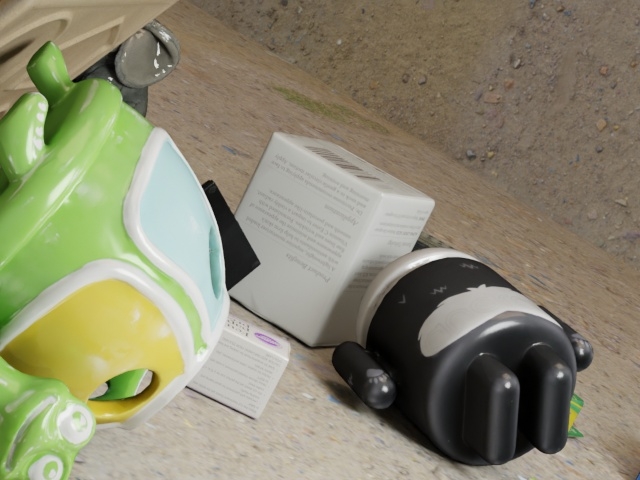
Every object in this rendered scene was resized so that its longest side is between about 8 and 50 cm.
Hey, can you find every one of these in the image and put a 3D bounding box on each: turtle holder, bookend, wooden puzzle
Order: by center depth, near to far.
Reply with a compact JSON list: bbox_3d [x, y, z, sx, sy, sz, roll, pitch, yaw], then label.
[{"bbox_3d":[-0.179,0.023,1.313,0.227,0.243,0.320,44,-3,-16],"label":"turtle holder"},{"bbox_3d":[-0.281,-0.134,1.462,0.080,0.348,0.322,52,17,3],"label":"wooden puzzle"},{"bbox_3d":[-0.153,-0.037,1.894,0.157,0.072,0.156,44,-11,35],"label":"bookend"}]

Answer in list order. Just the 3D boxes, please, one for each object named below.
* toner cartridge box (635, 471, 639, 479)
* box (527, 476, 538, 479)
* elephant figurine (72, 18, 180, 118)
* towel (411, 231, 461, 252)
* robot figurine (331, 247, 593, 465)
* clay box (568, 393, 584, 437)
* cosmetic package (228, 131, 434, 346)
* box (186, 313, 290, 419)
[{"bbox_3d":[0.527,0.318,2.085,0.348,0.075,0.165,29,11,13],"label":"toner cartridge box"},{"bbox_3d":[0.308,0.324,1.564,0.232,0.058,0.322,24,12,-18],"label":"box"},{"bbox_3d":[-0.268,-0.250,2.416,0.169,0.239,0.186,28,10,5],"label":"elephant figurine"},{"bbox_3d":[0.080,0.010,2.590,0.324,0.056,0.312,30,13,5],"label":"towel"},{"bbox_3d":[0.145,0.118,1.851,0.209,0.173,0.278,33,5,-33],"label":"robot figurine"},{"bbox_3d":[0.202,0.157,2.121,0.222,0.053,0.127,19,14,-35],"label":"clay box"},{"bbox_3d":[0.000,0.000,2.014,0.151,0.183,0.151,31,12,23],"label":"cosmetic package"},{"bbox_3d":[-0.184,0.054,1.622,0.324,0.067,0.063,25,10,-6],"label":"box"}]
